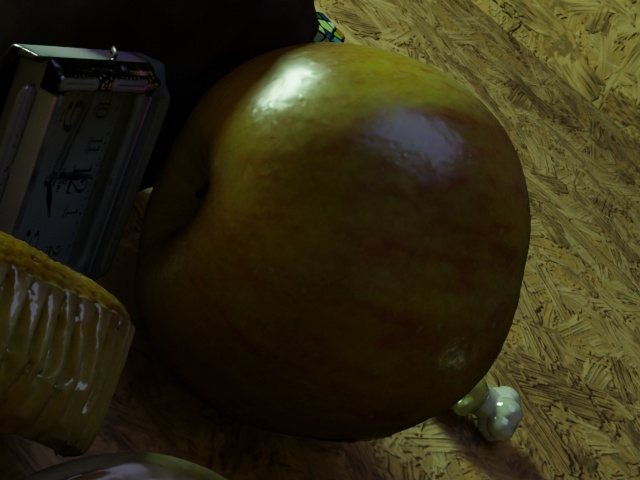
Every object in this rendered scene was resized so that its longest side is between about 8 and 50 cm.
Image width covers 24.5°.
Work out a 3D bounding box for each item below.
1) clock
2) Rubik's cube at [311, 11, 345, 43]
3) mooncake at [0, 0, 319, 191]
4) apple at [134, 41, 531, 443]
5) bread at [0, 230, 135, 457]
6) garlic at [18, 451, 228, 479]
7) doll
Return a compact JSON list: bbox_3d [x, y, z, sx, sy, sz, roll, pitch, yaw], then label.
[{"bbox_3d":[-0.244,-0.063,1.327,0.083,0.253,0.186,29,17,24],"label":"clock"},{"bbox_3d":[-0.026,-0.280,2.195,0.133,0.133,0.112,62,2,39],"label":"Rubik's cube"},{"bbox_3d":[-0.187,-0.222,1.507,0.381,0.350,0.212,37,20,-55],"label":"mooncake"},{"bbox_3d":[0.000,0.000,1.405,0.333,0.400,0.400,11,37,-39],"label":"apple"},{"bbox_3d":[-0.268,0.063,1.103,0.253,0.142,0.227,25,-14,-36],"label":"bread"},{"bbox_3d":[-0.157,0.240,1.067,0.338,0.151,0.196,21,43,-36],"label":"garlic"},{"bbox_3d":[0.174,0.180,1.761,0.162,0.062,0.106,35,28,-14],"label":"doll"}]
